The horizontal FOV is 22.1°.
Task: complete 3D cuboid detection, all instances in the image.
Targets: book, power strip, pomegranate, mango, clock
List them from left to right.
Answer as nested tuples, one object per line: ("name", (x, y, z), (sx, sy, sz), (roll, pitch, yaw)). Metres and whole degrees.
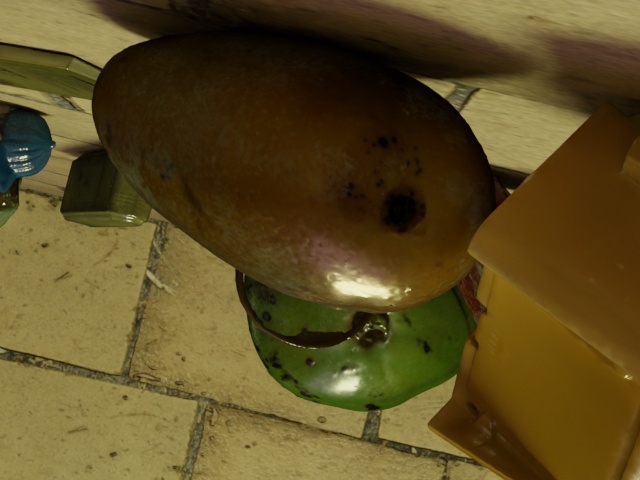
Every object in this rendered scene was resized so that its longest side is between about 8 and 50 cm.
("book", (-0.243, -0.141, 1.377), (0.192, 0.013, 0.168), (12, 176, 26))
("power strip", (-0.262, -0.062, 2.029), (0.066, 0.092, 0.387), (17, 175, -19))
("mango", (-0.029, -0.056, 0.990), (0.193, 0.146, 0.316), (19, -172, -46))
("pomegranate", (0.046, 0.056, 1.699), (0.254, 0.254, 0.270), (13, -174, 0))
("clock", (0.238, 0.096, 0.915), (0.317, 0.200, 0.244), (41, 152, 23))

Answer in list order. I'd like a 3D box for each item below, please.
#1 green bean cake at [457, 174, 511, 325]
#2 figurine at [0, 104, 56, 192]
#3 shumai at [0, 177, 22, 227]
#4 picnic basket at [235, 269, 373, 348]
("green bean cake", (0.143, 0.010, 1.394), (0.056, 0.135, 0.136), (-23, 180, -8))
("figurine", (-0.359, -0.110, 1.768), (0.149, 0.086, 0.087), (22, -152, 27))
("shumai", (-0.484, -0.033, 1.923), (0.263, 0.304, 0.309), (1, 175, 13))
("picnic basket", (0.000, 0.000, 1.341), (0.128, 0.178, 0.138), (14, 176, -6))
